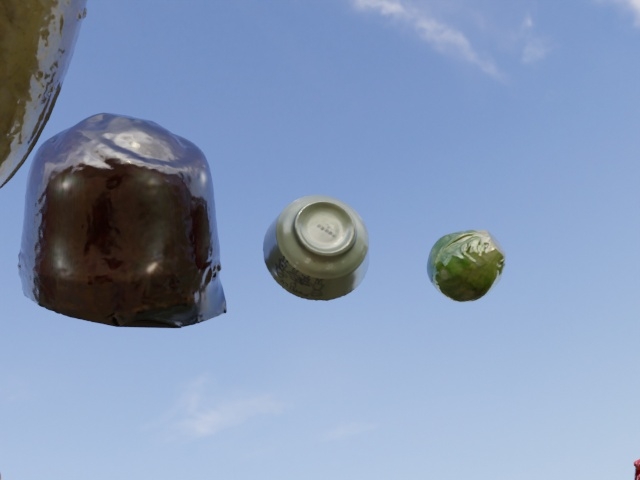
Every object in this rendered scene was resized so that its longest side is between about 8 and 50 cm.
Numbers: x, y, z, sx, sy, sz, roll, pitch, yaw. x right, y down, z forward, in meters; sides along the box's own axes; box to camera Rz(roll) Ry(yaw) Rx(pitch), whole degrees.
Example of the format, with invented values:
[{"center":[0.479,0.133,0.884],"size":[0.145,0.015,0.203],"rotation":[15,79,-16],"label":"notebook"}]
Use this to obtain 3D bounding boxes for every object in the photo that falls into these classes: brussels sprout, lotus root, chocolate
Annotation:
[{"center":[0.283,0.047,1.188],"size":[0.155,0.155,0.118],"rotation":[-37,-36,20],"label":"brussels sprout"},{"center":[-0.260,-0.189,0.439],"size":[0.169,0.151,0.342],"rotation":[22,-81,7],"label":"lotus root"},{"center":[-0.341,-0.055,1.107],"size":[0.384,0.384,0.331],"rotation":[7,-81,-23],"label":"chocolate"}]

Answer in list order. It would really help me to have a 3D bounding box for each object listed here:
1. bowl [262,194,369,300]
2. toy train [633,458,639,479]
[{"center":[0.000,0.000,1.144],"size":[0.212,0.211,0.112],"rotation":[-5,-24,-12],"label":"bowl"},{"center":[0.530,0.423,0.932],"size":[0.131,0.083,0.203],"rotation":[-19,-64,-19],"label":"toy train"}]
